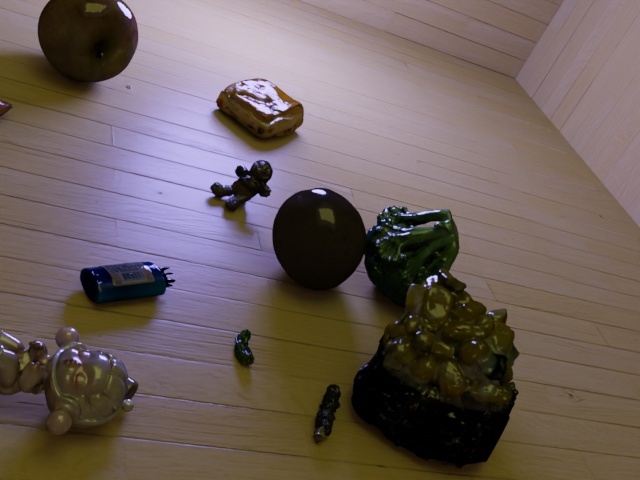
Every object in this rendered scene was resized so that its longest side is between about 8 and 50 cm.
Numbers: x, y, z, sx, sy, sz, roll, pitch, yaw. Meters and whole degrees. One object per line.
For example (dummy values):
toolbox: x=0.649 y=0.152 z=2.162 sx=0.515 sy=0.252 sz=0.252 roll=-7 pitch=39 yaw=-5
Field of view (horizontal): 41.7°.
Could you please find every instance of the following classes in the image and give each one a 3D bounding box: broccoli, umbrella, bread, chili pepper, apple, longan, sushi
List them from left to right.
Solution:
apple: x=-0.613 y=-0.548 z=2.203 sx=0.257 sy=0.256 sz=0.234 roll=-1 pitch=38 yaw=-40
chili pepper: x=-0.150 y=0.212 z=1.652 sx=0.030 sy=0.034 sz=0.091 roll=50 pitch=14 yaw=-36
bread: x=-0.168 y=-0.398 z=2.491 sx=0.210 sy=0.099 sz=0.235 roll=39 pitch=32 yaw=18
longan: x=0.000 y=0.000 z=1.920 sx=0.248 sy=0.248 sz=0.248 roll=21 pitch=31 yaw=-13
umbrella: x=0.013 y=0.328 z=1.595 sx=0.037 sy=0.040 sz=0.144 roll=37 pitch=30 yaw=-9
broccoli: x=0.231 y=0.038 z=2.030 sx=0.265 sy=0.245 sz=0.294 roll=15 pitch=52 yaw=-57
sushi: x=0.264 y=0.252 z=1.675 sx=0.329 sy=0.285 sz=0.328 roll=38 pitch=31 yaw=14

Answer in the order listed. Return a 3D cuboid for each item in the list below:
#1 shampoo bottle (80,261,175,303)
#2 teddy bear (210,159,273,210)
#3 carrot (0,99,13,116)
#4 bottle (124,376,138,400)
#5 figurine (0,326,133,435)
shampoo bottle: x=-0.372 y=0.079 z=1.644 sx=0.183 sy=0.050 sz=0.087 roll=-6 pitch=42 yaw=-44
teddy bear: x=-0.184 y=-0.133 z=2.091 sx=0.160 sy=0.078 sz=0.119 roll=-38 pitch=66 yaw=-16
carrot: x=-0.768 y=-0.293 z=1.870 sx=0.072 sy=0.072 sz=0.205 roll=38 pitch=29 yaw=15
bottle: x=-0.359 y=0.234 z=1.424 sx=0.096 sy=0.045 sz=0.045 roll=33 pitch=30 yaw=9
figurine: x=-0.413 y=0.230 z=1.314 sx=0.257 sy=0.144 sz=0.182 roll=16 pitch=12 yaw=-17
